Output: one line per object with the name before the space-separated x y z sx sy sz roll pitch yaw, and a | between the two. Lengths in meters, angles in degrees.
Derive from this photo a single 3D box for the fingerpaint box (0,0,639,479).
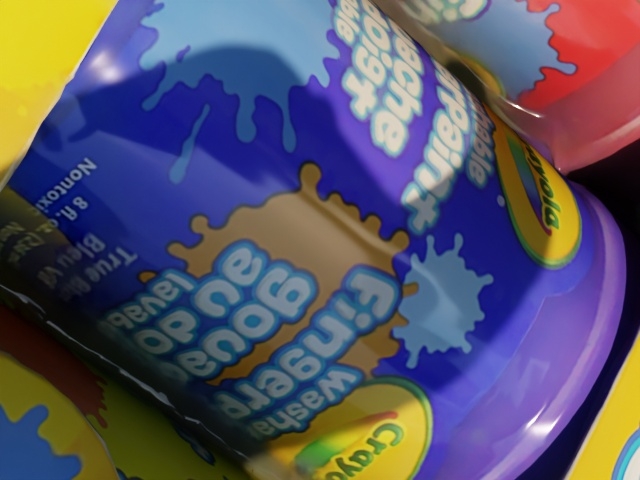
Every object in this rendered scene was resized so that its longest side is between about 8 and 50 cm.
fingerpaint box | 0.000 0.000 0.610 0.371 0.444 0.163 40 159 -28
